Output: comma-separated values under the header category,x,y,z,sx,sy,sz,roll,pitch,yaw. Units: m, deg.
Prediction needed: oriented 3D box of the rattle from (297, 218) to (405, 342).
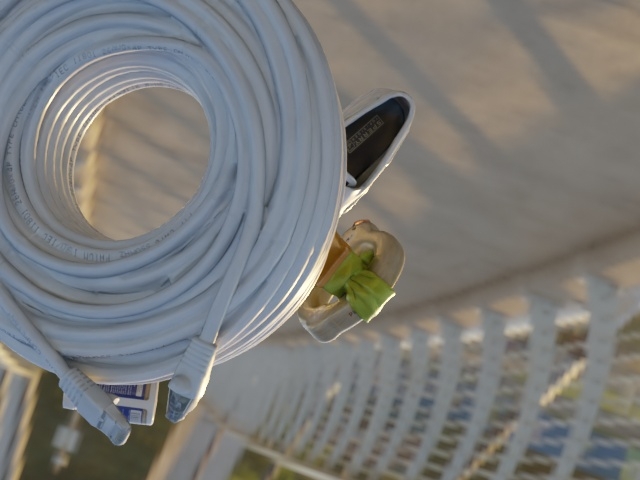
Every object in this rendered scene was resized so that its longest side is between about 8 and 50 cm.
category,x,y,z,sx,sy,sz,roll,pitch,yaw
rattle,0.000,0.000,1.606,0.142,0.130,0.200,29,-150,-16

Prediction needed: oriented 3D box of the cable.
category,x,y,z,sx,sy,sz,roll,pitch,yaw
cable,-0.106,-0.046,0.926,0.257,0.257,0.089,38,-175,19

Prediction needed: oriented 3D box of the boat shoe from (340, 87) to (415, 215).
category,x,y,z,sx,sy,sz,roll,pitch,yaw
boat shoe,0.004,-0.072,1.770,0.095,0.258,0.084,40,169,-9

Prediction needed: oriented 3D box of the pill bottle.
category,x,y,z,sx,sy,sz,roll,pitch,yaw
pill bottle,-0.275,0.204,2.140,0.120,0.067,0.067,8,170,-3
